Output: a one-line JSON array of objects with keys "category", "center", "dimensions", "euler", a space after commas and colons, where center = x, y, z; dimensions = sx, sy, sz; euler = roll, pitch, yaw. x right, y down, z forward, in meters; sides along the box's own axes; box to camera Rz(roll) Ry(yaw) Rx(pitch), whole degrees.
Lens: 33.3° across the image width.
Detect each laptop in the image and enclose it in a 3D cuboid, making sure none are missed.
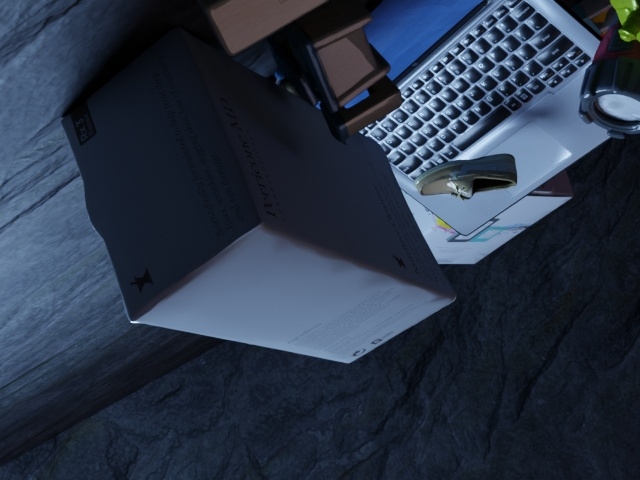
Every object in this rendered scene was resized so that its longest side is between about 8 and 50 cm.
[{"category": "laptop", "center": [0.145, -0.134, 1.347], "dimensions": [0.382, 0.408, 0.236], "euler": [-38, -157, 43]}]

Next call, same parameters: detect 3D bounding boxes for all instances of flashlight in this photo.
[{"category": "flashlight", "center": [0.388, -0.268, 1.261], "dimensions": [0.304, 0.103, 0.103], "euler": [-67, -173, -24]}]

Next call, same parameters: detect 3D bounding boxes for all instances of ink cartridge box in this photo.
[{"category": "ink cartridge box", "center": [0.237, -0.103, 1.768], "dimensions": [0.197, 0.198, 0.270], "euler": [1, 154, -31]}]

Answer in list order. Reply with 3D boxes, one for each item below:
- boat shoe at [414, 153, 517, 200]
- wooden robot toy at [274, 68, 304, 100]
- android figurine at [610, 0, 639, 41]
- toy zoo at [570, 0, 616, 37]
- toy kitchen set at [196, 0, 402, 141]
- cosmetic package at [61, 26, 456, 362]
[{"category": "boat shoe", "center": [0.191, -0.078, 1.399], "dimensions": [0.135, 0.045, 0.050], "euler": [-13, 152, 7]}, {"category": "wooden robot toy", "center": [-0.044, -0.129, 1.171], "dimensions": [0.173, 0.079, 0.076], "euler": [-33, 165, 18]}, {"category": "android figurine", "center": [0.406, -0.315, 1.147], "dimensions": [0.273, 0.248, 0.056], "euler": [-60, -154, -5]}, {"category": "toy zoo", "center": [0.420, -0.325, 1.654], "dimensions": [0.293, 0.030, 0.192], "euler": [-29, 163, 22]}, {"category": "toy kitchen set", "center": [-0.036, -0.188, 0.934], "dimensions": [0.122, 0.166, 0.207], "euler": [-31, 135, -4]}, {"category": "cosmetic package", "center": [-0.045, -0.022, 1.031], "dimensions": [0.156, 0.217, 0.385], "euler": [-33, 156, 19]}]
